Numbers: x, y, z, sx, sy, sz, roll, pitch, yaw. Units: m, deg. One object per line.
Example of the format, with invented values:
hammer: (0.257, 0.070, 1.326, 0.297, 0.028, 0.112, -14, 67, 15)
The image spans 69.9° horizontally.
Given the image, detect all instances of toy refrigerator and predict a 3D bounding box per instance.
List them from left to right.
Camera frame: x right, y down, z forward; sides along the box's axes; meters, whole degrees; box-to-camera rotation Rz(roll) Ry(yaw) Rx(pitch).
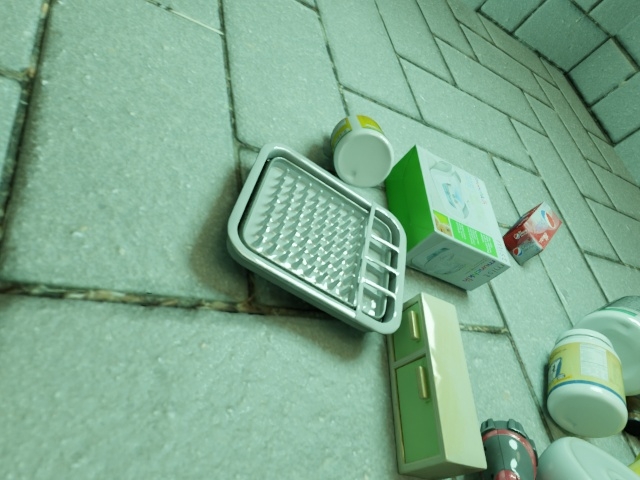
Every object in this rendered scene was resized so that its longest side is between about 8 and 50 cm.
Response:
toy refrigerator: (0.175, 0.231, 0.751, 0.094, 0.102, 0.270, 23, 47, -25)

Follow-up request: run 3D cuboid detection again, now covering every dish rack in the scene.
dish rack: (0.000, 0.000, 0.804, 0.332, 0.072, 0.286, 32, 44, -18)

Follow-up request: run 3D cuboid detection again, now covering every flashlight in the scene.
flashlight: (0.268, 0.361, 0.650, 0.103, 0.103, 0.304, 29, 11, 16)

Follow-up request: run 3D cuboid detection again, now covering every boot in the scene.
boot: (0.843, 0.465, 1.154, 0.219, 0.082, 0.106, 37, 45, -9)

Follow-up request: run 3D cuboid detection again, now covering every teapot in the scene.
teapot: (0.444, 0.468, 0.744, 0.255, 0.187, 0.252, 30, 14, 7)

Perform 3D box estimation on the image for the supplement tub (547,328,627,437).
supplement tub: (0.578, 0.306, 1.003, 0.144, 0.144, 0.200, 43, 41, -5)

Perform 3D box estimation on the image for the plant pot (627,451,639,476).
plant pot: (0.691, 0.518, 0.877, 0.238, 0.254, 0.254, 3, 56, -21)

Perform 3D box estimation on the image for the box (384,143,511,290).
box: (0.278, -0.048, 1.039, 0.230, 0.127, 0.262, 21, 46, -24)

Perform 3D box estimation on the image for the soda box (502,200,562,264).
soda box: (0.624, -0.029, 1.347, 0.092, 0.083, 0.263, 54, 41, 7)

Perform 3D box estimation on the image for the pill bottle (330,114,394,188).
pill bottle: (0.080, -0.196, 0.957, 0.117, 0.118, 0.208, 32, 21, -17)

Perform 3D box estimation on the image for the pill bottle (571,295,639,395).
pill bottle: (0.815, 0.255, 1.199, 0.360, 0.204, 0.204, -6, 64, -42)
